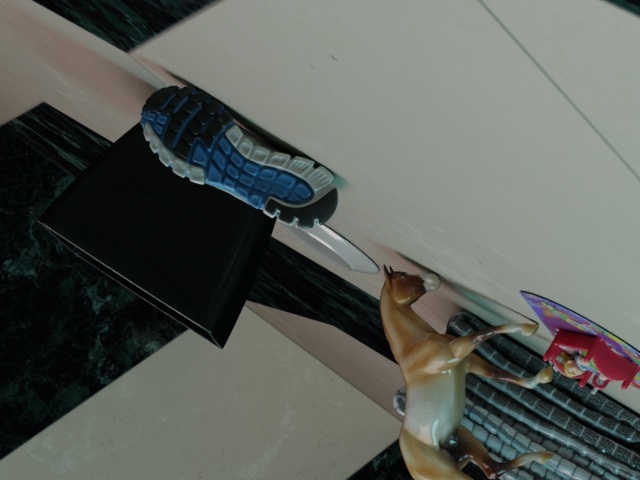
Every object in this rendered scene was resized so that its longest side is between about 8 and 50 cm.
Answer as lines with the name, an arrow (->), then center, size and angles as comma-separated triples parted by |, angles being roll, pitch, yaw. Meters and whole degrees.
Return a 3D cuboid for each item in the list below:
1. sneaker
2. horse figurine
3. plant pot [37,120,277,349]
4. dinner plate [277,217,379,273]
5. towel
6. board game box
sneaker -> -0.070, -0.064, 1.343 | 0.190, 0.071, 0.083 | 33, 178, 6
horse figurine -> 0.130, 0.160, 1.449 | 0.174, 0.263, 0.066 | 4, -163, 31
plant pot -> -0.131, -0.021, 1.489 | 0.188, 0.167, 0.187 | 33, 173, 5
dinner plate -> 0.000, 0.000, 1.657 | 0.141, 0.017, 0.141 | 33, 171, 6
towel -> 0.223, 0.197, 1.601 | 0.283, 0.121, 0.235 | 30, 174, 14
board game box -> 0.225, 0.103, 1.292 | 0.133, 0.033, 0.168 | 29, 172, 31
